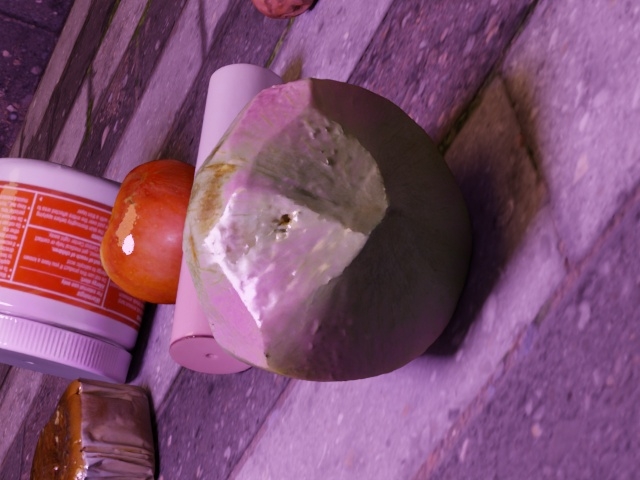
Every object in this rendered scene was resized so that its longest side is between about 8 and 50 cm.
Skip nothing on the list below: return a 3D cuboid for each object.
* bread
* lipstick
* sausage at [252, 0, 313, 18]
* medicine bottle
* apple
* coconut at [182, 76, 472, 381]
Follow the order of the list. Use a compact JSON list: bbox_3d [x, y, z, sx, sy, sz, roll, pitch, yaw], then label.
[{"bbox_3d":[-0.276,0.276,1.627,0.210,0.109,0.192,-105,37,-55],"label":"bread"},{"bbox_3d":[-0.092,-0.027,1.440,0.087,0.087,0.327,-43,35,53],"label":"lipstick"},{"bbox_3d":[-0.051,-0.414,1.648,0.094,0.094,0.419,-31,39,28],"label":"sausage"},{"bbox_3d":[-0.342,0.042,1.786,0.252,0.252,0.241,-16,57,66],"label":"medicine bottle"},{"bbox_3d":[-0.169,-0.007,1.562,0.163,0.139,0.163,-163,90,-83],"label":"apple"},{"bbox_3d":[0.000,0.000,1.020,0.236,0.204,0.236,-55,16,25],"label":"coconut"}]
